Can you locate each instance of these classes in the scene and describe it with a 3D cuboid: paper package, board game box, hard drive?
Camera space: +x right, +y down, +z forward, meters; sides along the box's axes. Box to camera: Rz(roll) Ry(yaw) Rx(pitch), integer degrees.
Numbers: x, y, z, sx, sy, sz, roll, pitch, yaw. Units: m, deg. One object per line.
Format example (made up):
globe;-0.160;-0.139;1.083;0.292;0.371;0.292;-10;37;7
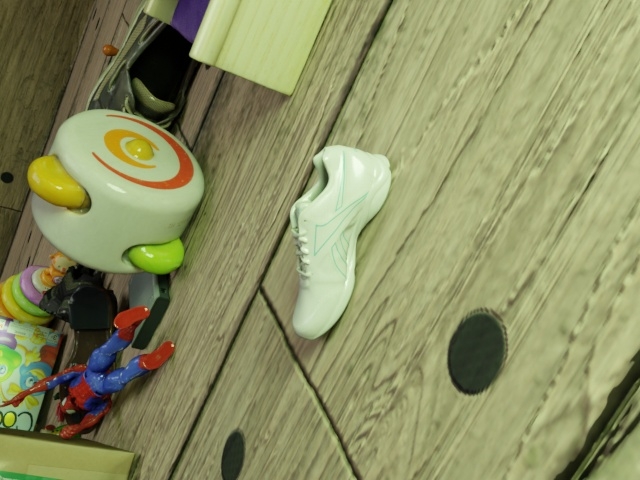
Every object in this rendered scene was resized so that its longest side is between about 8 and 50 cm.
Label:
paper package;-0.436;0.314;0.902;0.309;0.324;0.168;-19;58;59
board game box;-0.634;0.303;1.464;0.144;0.142;0.276;-23;51;60
hard drive;-0.237;0.070;1.004;0.094;0.022;0.135;-59;30;26

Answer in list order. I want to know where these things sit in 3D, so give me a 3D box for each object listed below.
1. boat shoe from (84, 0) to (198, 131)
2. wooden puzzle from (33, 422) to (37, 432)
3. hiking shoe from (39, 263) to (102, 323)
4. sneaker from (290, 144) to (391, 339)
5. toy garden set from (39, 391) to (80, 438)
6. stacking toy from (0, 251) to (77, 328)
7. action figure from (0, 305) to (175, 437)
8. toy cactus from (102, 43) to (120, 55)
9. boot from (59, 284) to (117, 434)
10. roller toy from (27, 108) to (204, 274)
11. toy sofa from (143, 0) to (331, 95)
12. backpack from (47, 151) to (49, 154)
boat shoe;-0.285;-0.231;1.155;0.356;0.132;0.130;-65;27;17
wooden puzzle;-0.572;0.417;1.448;0.078;0.014;0.116;-35;45;57
hiking shoe;-0.440;0.094;1.332;0.226;0.086;0.114;1;62;57
sneaker;0.000;0.000;0.556;0.053;0.061;0.152;25;98;61
toy garden set;-0.456;0.362;1.218;0.203;0.049;0.244;-28;51;54
stacking toy;-0.619;0.115;1.599;0.301;0.175;0.166;-39;38;27
action figure;-0.306;0.189;0.932;0.091;0.139;0.280;55;137;5
toy cactus;-0.309;-0.288;1.286;0.219;0.112;0.181;-22;65;45
boot;-0.338;0.175;1.111;0.106;0.082;0.219;-96;12;-89
roller toy;-0.254;-0.068;0.924;0.146;0.209;0.191;-55;23;30
toy sofa;-0.132;-0.301;0.856;0.150;0.177;0.362;-65;29;14
backpack;-0.467;-0.102;1.415;0.166;0.144;0.189;49;121;53
